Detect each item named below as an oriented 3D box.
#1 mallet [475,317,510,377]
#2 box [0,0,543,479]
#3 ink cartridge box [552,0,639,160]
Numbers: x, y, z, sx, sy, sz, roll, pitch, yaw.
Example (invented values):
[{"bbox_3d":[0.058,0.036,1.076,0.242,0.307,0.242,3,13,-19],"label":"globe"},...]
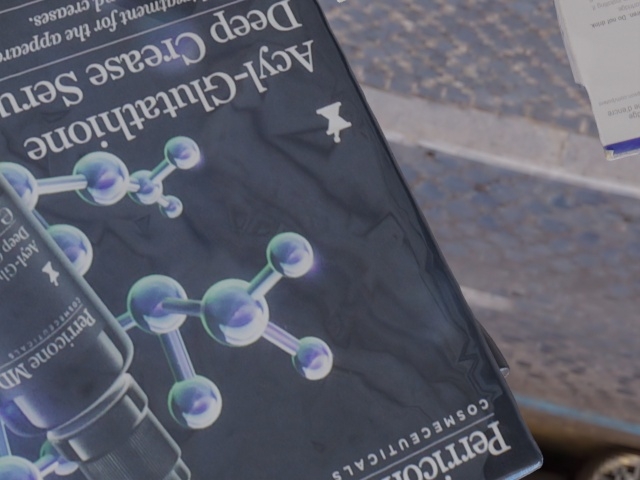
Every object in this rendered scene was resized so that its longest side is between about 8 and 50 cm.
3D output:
[{"bbox_3d":[0.077,0.131,1.187,0.039,0.062,0.190,1,146,-50],"label":"mallet"},{"bbox_3d":[-0.110,0.030,0.844,0.395,0.294,0.212,64,157,7],"label":"box"},{"bbox_3d":[0.200,-0.205,0.811,0.165,0.332,0.065,-13,160,8],"label":"ink cartridge box"}]
